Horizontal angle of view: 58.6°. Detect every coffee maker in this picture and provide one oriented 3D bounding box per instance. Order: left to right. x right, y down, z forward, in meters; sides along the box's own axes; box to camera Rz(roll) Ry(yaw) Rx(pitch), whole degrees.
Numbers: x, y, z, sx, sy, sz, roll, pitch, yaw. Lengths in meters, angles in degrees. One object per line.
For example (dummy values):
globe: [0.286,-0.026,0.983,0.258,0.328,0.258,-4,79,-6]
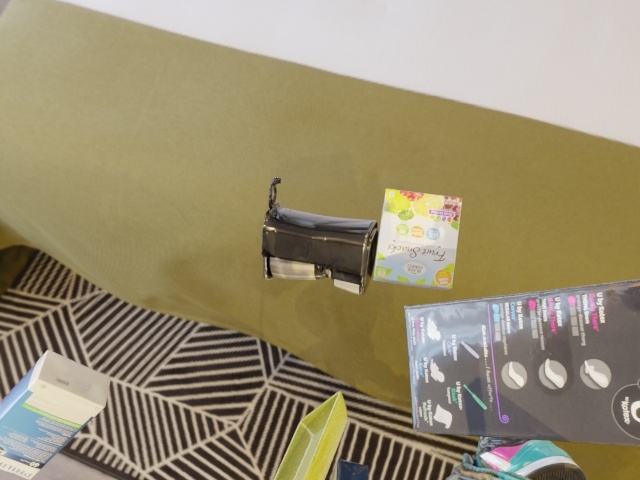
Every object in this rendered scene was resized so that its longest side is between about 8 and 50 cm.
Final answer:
coffee maker: [0.000,0.000,0.941,0.178,0.171,0.120,7,45,13]

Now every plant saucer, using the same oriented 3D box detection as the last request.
plant saucer: [-0.018,0.396,1.057,0.045,0.188,0.188,34,47,-5]

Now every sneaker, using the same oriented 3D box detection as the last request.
sneaker: [0.280,0.405,0.982,0.295,0.178,0.124,-19,96,7]

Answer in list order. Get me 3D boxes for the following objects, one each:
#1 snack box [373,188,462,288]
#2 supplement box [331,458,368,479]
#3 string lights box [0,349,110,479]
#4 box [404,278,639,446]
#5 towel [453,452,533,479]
snack box: [0.219,-0.001,1.289,0.174,0.070,0.207,7,82,5]
supplement box: [0.045,0.438,0.970,0.056,0.083,0.083,15,21,-2]
string lights box: [-0.532,0.334,1.074,0.259,0.133,0.077,-43,31,18]
box: [0.245,0.128,0.598,0.270,0.165,0.143,-14,74,43]
towel: [0.265,0.272,0.460,0.271,0.370,0.040,32,76,11]
